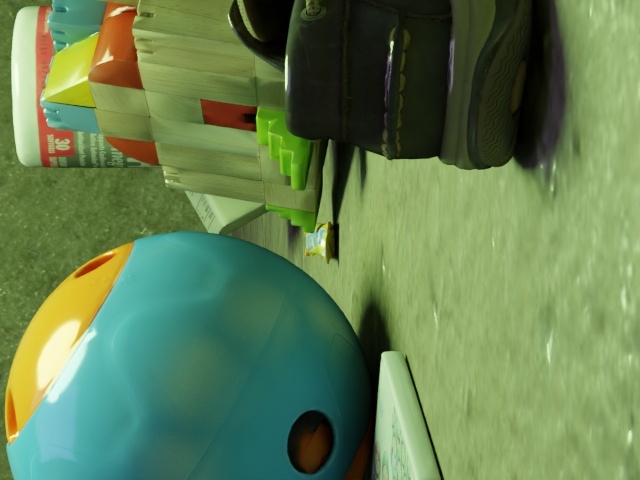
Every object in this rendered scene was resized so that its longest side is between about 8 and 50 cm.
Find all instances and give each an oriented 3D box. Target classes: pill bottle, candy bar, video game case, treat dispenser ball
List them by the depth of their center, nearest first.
[{"bbox_3d":[0.053,0.173,0.983,0.157,0.019,0.143,-102,14,-64],"label":"video game case"},{"bbox_3d":[-0.102,0.136,1.161,0.288,0.288,0.288,180,90,-84],"label":"treat dispenser ball"},{"bbox_3d":[0.000,0.000,1.466,0.161,0.018,0.040,-167,77,-83],"label":"candy bar"},{"bbox_3d":[-0.169,-0.166,1.617,0.176,0.318,0.176,180,90,-84],"label":"pill bottle"}]

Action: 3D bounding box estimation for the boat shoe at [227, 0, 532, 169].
[{"bbox_3d":[0.017,-0.154,0.790,0.355,0.130,0.132,-102,14,-62],"label":"boat shoe"}]

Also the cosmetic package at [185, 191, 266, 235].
[{"bbox_3d":[-0.152,-0.165,1.790,0.309,0.113,0.160,60,169,1],"label":"cosmetic package"}]

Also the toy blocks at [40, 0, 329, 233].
[{"bbox_3d":[-0.123,-0.147,1.282,0.381,0.261,0.191,90,-170,-66],"label":"toy blocks"}]
